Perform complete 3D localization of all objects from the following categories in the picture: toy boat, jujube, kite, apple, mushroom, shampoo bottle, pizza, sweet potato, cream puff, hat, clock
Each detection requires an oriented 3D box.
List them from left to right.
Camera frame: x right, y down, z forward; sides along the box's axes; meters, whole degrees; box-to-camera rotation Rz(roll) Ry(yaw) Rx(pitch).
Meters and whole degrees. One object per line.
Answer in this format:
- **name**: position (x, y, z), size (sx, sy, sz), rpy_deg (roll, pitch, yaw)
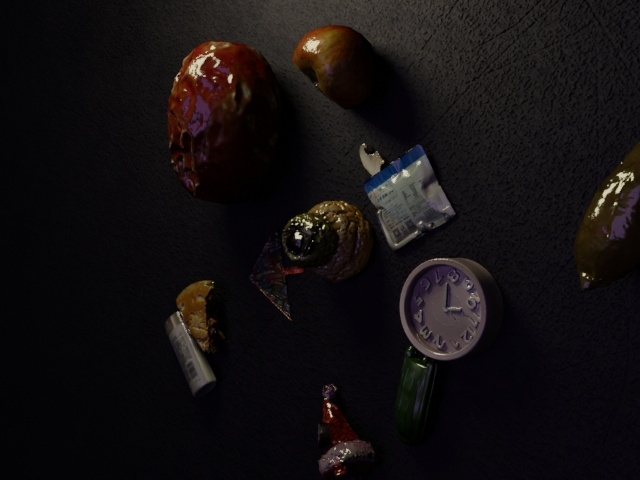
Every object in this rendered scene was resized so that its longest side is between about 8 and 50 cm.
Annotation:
- **shampoo bottle**: position (-0.351, 0.303, 1.959), size (0.086, 0.056, 0.227), rpy_deg (-48, 59, 32)
- **pizza**: position (-0.298, 0.202, 1.909), size (0.154, 0.069, 0.193), rpy_deg (-25, 79, 39)
- **jujube**: position (-0.231, -0.283, 1.746), size (0.276, 0.276, 0.376), rpy_deg (18, 113, 41)
- **kite**: position (-0.109, 0.086, 1.778), size (0.189, 0.009, 0.232), rpy_deg (-14, 81, 40)
- **cream puff**: position (0.000, 0.000, 1.574), size (0.183, 0.169, 0.183), rpy_deg (-3, 85, 42)
- **hat**: position (0.034, 0.414, 1.573), size (0.129, 0.140, 0.227), rpy_deg (-36, 53, 25)
- **apple**: position (0.034, -0.374, 1.553), size (0.195, 0.173, 0.160), rpy_deg (45, 119, 29)
- **mushroom**: position (0.117, -0.167, 1.574), size (0.049, 0.019, 0.101), rpy_deg (-46, 64, 34)
- **toy boat**: position (0.190, 0.315, 1.472), size (0.104, 0.052, 0.210), rpy_deg (21, 104, 57)
- **clock**: position (0.251, 0.132, 1.411), size (0.197, 0.068, 0.196), rpy_deg (-1, 88, 42)
- **sweet potato**: position (0.528, -0.101, 1.134), size (0.130, 0.130, 0.422), rpy_deg (44, 111, 34)

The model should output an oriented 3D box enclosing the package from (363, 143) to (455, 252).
- **package**: position (0.179, -0.086, 1.509), size (0.171, 0.027, 0.173), rpy_deg (-34, 71, 38)
